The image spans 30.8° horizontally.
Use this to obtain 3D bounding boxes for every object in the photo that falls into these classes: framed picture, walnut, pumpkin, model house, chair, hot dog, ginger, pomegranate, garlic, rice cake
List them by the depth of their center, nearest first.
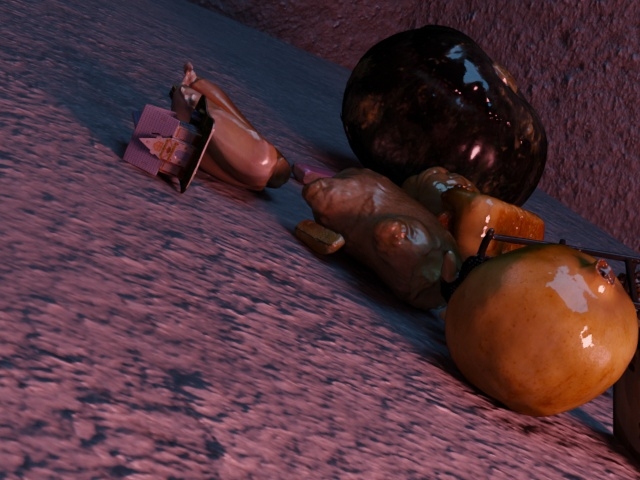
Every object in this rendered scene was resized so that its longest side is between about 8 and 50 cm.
[{"bbox_3d":[0.275,0.110,1.443,0.233,0.233,0.233,28,13,-7],"label":"pomegranate"},{"bbox_3d":[0.405,0.195,1.481,0.010,0.200,0.136,-9,23,-10],"label":"framed picture"},{"bbox_3d":[-0.213,-0.149,1.596,0.088,0.117,0.167,21,18,-19],"label":"model house"},{"bbox_3d":[0.000,0.000,1.649,0.030,0.034,0.090,-31,36,-28],"label":"hot dog"},{"bbox_3d":[0.094,-0.009,1.659,0.276,0.130,0.221,34,8,8],"label":"ginger"},{"bbox_3d":[0.360,0.090,1.745,0.260,0.154,0.141,10,36,1],"label":"chair"},{"bbox_3d":[-0.149,-0.155,1.773,0.228,0.110,0.217,47,5,14],"label":"garlic"},{"bbox_3d":[0.267,-0.014,1.970,0.153,0.150,0.257,13,-1,33],"label":"hot dog"},{"bbox_3d":[0.025,-0.104,2.089,0.207,0.036,0.047,16,9,-45],"label":"rice cake"},{"bbox_3d":[0.215,-0.061,2.117,0.167,0.149,0.166,1,-5,0],"label":"walnut"},{"bbox_3d":[0.249,-0.229,2.365,0.454,0.344,0.454,40,19,-16],"label":"pumpkin"}]

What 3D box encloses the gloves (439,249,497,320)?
[{"bbox_3d":[0.220,0.075,1.592,0.180,0.129,0.106,50,0,-17],"label":"gloves"}]

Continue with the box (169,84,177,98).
[{"bbox_3d":[-0.219,-0.237,2.101,0.090,0.023,0.133,24,14,-27],"label":"box"}]

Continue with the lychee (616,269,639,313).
[{"bbox_3d":[0.534,0.140,1.959,0.188,0.188,0.188,28,13,-7],"label":"lychee"}]
